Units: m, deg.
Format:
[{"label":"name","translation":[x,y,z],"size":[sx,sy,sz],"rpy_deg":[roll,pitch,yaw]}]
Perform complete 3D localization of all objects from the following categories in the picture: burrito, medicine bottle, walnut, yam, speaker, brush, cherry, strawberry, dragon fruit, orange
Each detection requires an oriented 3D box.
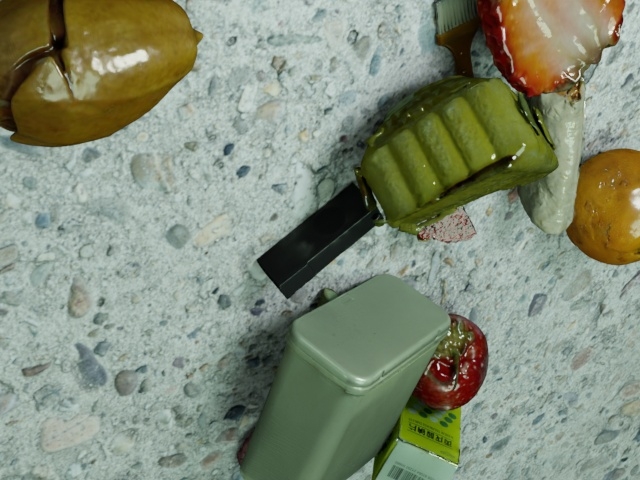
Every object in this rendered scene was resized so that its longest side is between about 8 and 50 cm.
[{"label":"burrito","translation":[0.432,-0.171,2.147],"size":[0.105,0.143,0.299],"rpy_deg":[-5,125,-7]},{"label":"medicine bottle","translation":[0.195,0.413,2.351],"size":[0.137,0.250,0.141],"rpy_deg":[26,114,-4]},{"label":"walnut","translation":[-0.285,-0.236,1.463],"size":[0.336,0.209,0.209],"rpy_deg":[-22,136,-38]},{"label":"yam","translation":[0.010,0.135,2.135],"size":[0.043,0.043,0.094],"rpy_deg":[-2,126,-38]},{"label":"speaker","translation":[0.000,0.000,1.980],"size":[0.218,0.082,0.044],"rpy_deg":[-39,139,-4]},{"label":"brush","translation":[0.245,-0.298,1.977],"size":[0.090,0.017,0.314],"rpy_deg":[-29,138,-13]},{"label":"cherry","translation":[0.256,0.255,2.332],"size":[0.175,0.192,0.250],"rpy_deg":[-8,151,16]},{"label":"strawberry","translation":[0.342,-0.395,1.880],"size":[0.265,0.149,0.336],"rpy_deg":[-50,128,-2]},{"label":"dragon fruit","translation":[0.200,-0.061,2.097],"size":[0.106,0.083,0.162],"rpy_deg":[-32,113,1]},{"label":"orange","translation":[0.598,-0.067,2.298],"size":[0.240,0.240,0.240],"rpy_deg":[-22,135,-23]}]

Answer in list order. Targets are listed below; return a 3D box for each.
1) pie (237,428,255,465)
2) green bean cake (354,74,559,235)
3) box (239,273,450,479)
[{"label":"pie","translation":[-0.098,0.405,2.284],"size":[0.153,0.038,0.153],"rpy_deg":[-20,135,-21]},{"label":"green bean cake","translation":[0.220,-0.150,1.929],"size":[0.310,0.202,0.285],"rpy_deg":[-27,167,14]},{"label":"box","translation":[0.043,0.280,2.114],"size":[0.352,0.177,0.344],"rpy_deg":[-26,144,-54]}]
